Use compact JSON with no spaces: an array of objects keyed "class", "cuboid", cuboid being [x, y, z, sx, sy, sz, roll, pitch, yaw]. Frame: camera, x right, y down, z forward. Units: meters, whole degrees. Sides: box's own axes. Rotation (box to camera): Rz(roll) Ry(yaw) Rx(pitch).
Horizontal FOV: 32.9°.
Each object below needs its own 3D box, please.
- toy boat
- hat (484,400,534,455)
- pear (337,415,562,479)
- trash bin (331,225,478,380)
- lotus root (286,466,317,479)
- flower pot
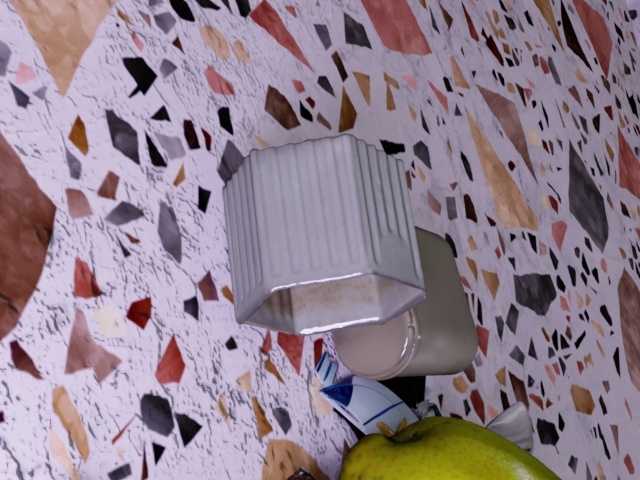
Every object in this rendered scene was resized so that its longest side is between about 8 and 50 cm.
[{"class":"toy boat","cuboid":[0.083,0.262,1.482,0.291,0.067,0.221,42,39,-20]},{"class":"hat","cuboid":[0.305,0.410,1.667,0.258,0.168,0.301,65,4,22]},{"class":"pear","cuboid":[0.139,0.341,1.318,0.293,0.292,0.159,69,23,-2]},{"class":"trash bin","cuboid":[0.115,0.081,1.545,0.247,0.121,0.243,13,58,-56]},{"class":"lotus root","cuboid":[0.014,0.379,1.221,0.145,0.128,0.260,-41,114,-71]},{"class":"flower pot","cuboid":[0.000,0.000,1.333,0.239,0.209,0.190,17,58,-50]}]
